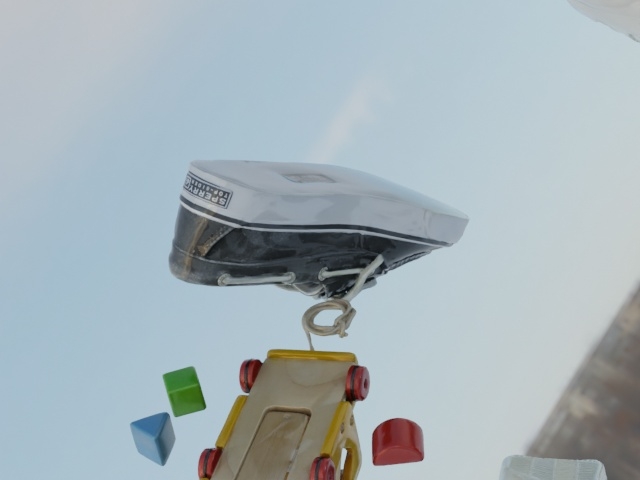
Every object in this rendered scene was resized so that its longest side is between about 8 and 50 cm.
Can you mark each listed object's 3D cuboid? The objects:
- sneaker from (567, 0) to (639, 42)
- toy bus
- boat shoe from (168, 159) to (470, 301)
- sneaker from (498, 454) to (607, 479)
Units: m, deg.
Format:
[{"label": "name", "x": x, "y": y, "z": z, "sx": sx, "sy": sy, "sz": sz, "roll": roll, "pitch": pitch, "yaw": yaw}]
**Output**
[{"label": "sneaker", "x": 0.311, "y": -0.169, "z": 1.326, "sx": 0.114, "sy": 0.305, "sz": 0.152, "roll": -34, "pitch": -54, "yaw": -17}, {"label": "toy bus", "x": -0.019, "y": 0.163, "z": 1.199, "sx": 0.202, "sy": 0.191, "sz": 0.104, "roll": -24, "pitch": -53, "yaw": -18}, {"label": "boat shoe", "x": 0.003, "y": 0.002, "z": 1.297, "sx": 0.306, "sy": 0.113, "sz": 0.104, "roll": 0, "pitch": -68, "yaw": -52}, {"label": "sneaker", "x": 0.181, "y": 0.274, "z": 1.332, "sx": 0.350, "sy": 0.131, "sz": 0.148, "roll": 1, "pitch": -89, "yaw": -70}]
